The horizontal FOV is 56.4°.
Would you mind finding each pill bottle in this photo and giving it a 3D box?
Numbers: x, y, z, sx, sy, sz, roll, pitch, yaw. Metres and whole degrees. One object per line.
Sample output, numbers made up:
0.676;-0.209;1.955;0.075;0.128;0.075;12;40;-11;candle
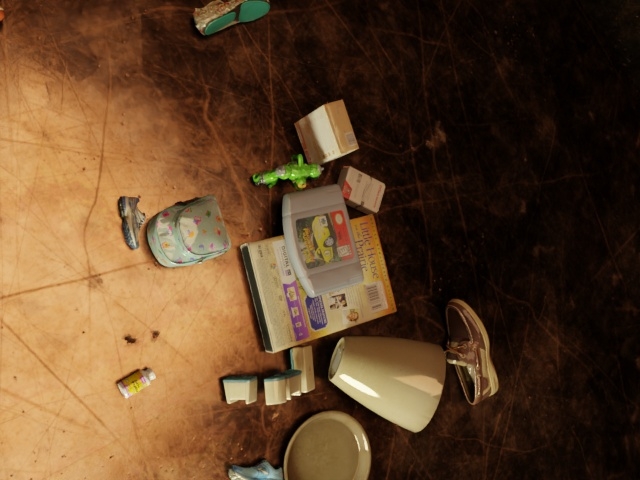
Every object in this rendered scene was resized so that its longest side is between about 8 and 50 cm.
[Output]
-0.444;0.343;1.448;0.083;0.043;0.043;-30;98;-28;pill bottle

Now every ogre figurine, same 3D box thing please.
-0.079;-0.187;1.670;0.197;0.118;0.097;15;77;-26;ogre figurine

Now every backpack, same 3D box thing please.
-0.331;-0.019;1.501;0.188;0.144;0.166;-20;99;-26;backpack

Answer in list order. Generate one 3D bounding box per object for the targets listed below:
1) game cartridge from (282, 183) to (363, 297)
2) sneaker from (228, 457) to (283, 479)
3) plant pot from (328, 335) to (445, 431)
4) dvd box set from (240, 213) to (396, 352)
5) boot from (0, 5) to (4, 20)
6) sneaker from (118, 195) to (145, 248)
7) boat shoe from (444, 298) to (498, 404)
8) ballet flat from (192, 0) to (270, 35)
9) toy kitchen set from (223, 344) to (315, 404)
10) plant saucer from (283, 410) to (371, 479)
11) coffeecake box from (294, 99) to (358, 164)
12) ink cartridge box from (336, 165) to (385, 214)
0.000;0.000;1.661;0.196;0.060;0.294;-15;89;-25;game cartridge
-0.168;0.608;1.567;0.162;0.063;0.073;25;57;-30;sneaker
0.171;0.376;1.686;0.273;0.256;0.257;19;75;-8;plant pot
0.004;0.113;1.711;0.420;0.062;0.308;-15;91;-29;dvd box set
-0.776;-0.468;1.365;0.158;0.059;0.085;-45;108;-16;boot
-0.460;-0.047;1.485;0.058;0.052;0.135;-10;89;-33;sneaker
0.458;0.357;1.897;0.123;0.123;0.342;-24;102;-30;boat shoe
-0.250;-0.644;1.658;0.241;0.091;0.077;-32;77;-31;ballet flat
-0.136;0.358;1.606;0.207;0.166;0.122;5;80;-65;toy kitchen set
0.017;0.616;1.668;0.277;0.041;0.278;3;83;-28;plant saucer
0.014;-0.298;1.695;0.068;0.185;0.143;-22;95;-29;coffeecake box
0.117;-0.149;1.806;0.135;0.056;0.099;24;73;-23;ink cartridge box
